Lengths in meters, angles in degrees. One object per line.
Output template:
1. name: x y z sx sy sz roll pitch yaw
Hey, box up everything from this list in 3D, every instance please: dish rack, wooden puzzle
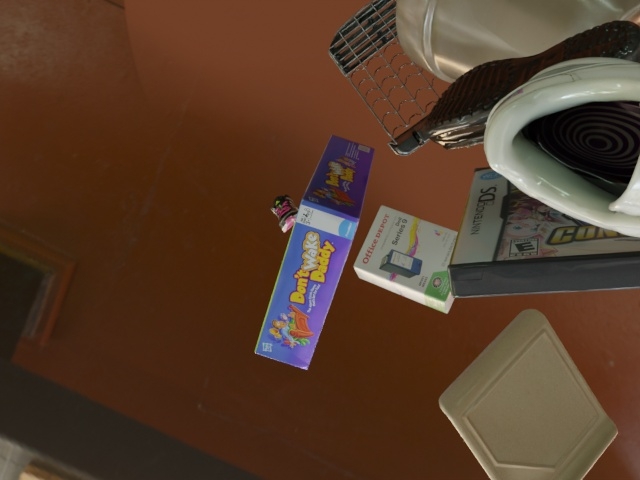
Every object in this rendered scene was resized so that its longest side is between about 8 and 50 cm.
1. dish rack: 0.154 -0.305 1.359 0.208 0.074 0.271 -36 103 11
2. wooden puzzle: 0.303 0.255 1.098 0.221 0.044 0.239 -40 98 -24

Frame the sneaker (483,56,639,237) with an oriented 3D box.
1. sneaker: 0.226 -0.022 0.379 0.305 0.152 0.114 16 109 28

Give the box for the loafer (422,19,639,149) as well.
1. loafer: 0.180 -0.111 0.645 0.078 0.080 0.220 46 150 -25

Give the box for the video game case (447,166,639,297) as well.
1. video game case: 0.269 -0.027 0.702 0.274 0.248 0.035 -5 113 20

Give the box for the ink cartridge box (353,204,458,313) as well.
1. ink cartridge box: 0.198 0.038 1.597 0.212 0.093 0.154 22 76 20

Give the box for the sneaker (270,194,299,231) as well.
1. sneaker: -0.088 -0.072 1.849 0.063 0.170 0.075 -40 99 7

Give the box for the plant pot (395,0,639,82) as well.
1. plant pot: 0.318 -0.319 1.065 0.280 0.323 0.323 47 112 31

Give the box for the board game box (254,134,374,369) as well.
1. board game box: 0.000 0.000 1.130 0.078 0.347 0.233 18 112 0
